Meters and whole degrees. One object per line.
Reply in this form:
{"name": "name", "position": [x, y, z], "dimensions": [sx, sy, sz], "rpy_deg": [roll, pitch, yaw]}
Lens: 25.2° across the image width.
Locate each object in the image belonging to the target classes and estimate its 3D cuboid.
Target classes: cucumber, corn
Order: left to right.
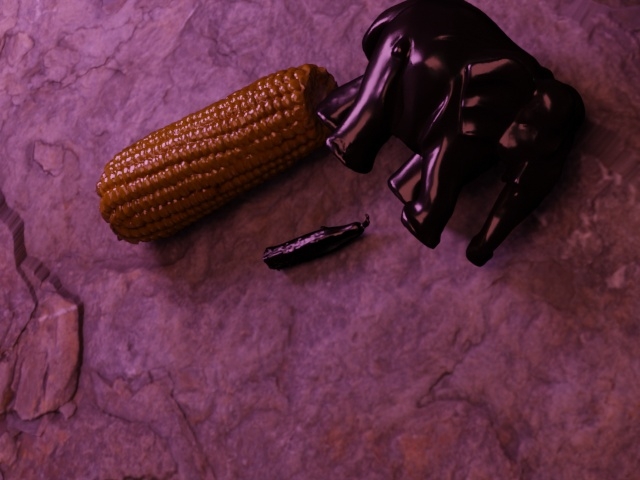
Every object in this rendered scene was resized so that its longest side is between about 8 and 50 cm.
{"name": "corn", "position": [-0.146, -0.114, 1.950], "dimensions": [0.387, 0.144, 0.144], "rpy_deg": [-26, 64, 24]}
{"name": "cucumber", "position": [0.000, 0.000, 1.888], "dimensions": [0.163, 0.043, 0.039], "rpy_deg": [-20, 59, 22]}

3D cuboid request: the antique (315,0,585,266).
{"name": "antique", "position": [0.157, -0.153, 1.746], "dimensions": [0.255, 0.185, 0.322], "rpy_deg": [-46, 71, 13]}
